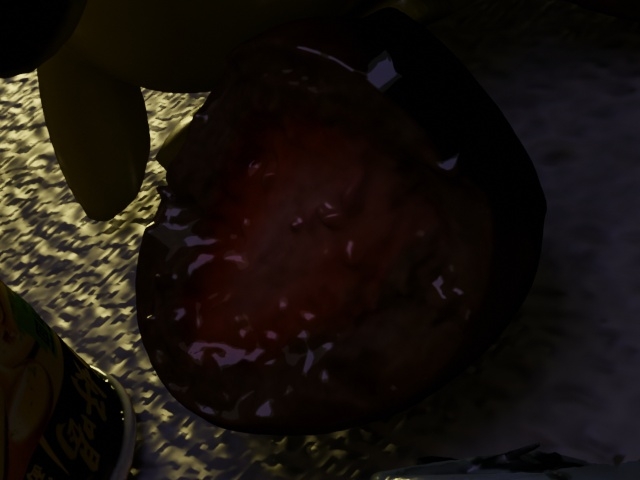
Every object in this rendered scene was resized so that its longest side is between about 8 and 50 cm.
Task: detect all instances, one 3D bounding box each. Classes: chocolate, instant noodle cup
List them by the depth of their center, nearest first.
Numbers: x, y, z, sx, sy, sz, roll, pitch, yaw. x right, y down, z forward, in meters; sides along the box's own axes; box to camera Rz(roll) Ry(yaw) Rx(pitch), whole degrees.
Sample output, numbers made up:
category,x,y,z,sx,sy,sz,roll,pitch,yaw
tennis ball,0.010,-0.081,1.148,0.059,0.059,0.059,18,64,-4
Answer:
category,x,y,z,sx,sy,sz,roll,pitch,yaw
chocolate,0.000,0.000,0.447,0.133,0.127,0.124,-32,46,20
instant noodle cup,-0.156,0.060,0.487,0.151,0.122,0.151,-18,34,13

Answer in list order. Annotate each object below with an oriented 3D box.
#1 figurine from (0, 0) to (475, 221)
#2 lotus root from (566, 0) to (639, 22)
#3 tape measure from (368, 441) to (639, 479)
category,x,y,z,sx,sy,sz,roll,pitch,yaw
figurine,-0.013,-0.147,0.576,0.327,0.218,0.169,-28,75,-16
lotus root,0.136,-0.144,0.534,0.081,0.112,0.122,30,61,29
tape measure,0.053,0.078,0.338,0.091,0.094,0.054,-8,77,25
